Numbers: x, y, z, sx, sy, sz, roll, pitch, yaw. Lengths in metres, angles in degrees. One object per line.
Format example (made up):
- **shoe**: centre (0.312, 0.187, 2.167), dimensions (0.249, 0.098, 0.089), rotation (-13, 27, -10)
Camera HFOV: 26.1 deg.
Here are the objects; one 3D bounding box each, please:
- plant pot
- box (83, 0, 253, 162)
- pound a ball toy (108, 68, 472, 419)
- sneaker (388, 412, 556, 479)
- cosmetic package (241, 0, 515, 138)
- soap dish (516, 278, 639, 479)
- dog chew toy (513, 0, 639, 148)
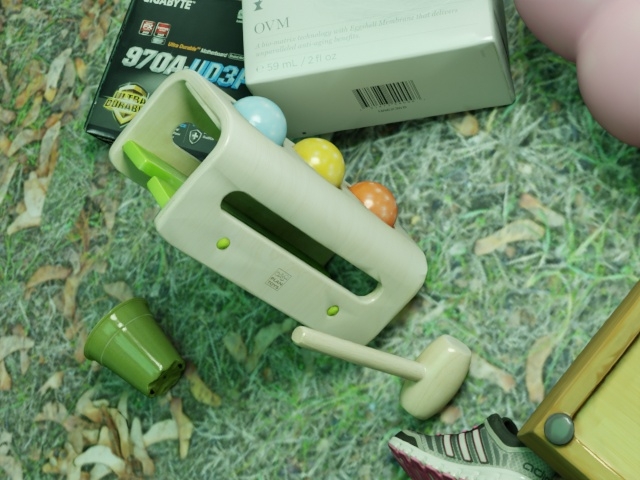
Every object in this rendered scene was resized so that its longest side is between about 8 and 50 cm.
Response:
- **plant pot**: centre (-0.178, 0.113, 1.370), dimensions (0.079, 0.083, 0.083), rotation (43, 99, 20)
- **box**: centre (-0.126, -0.166, 1.433), dimensions (0.220, 0.051, 0.175), rotation (16, 84, 33)
- **pound a ball toy**: centre (0.000, 0.000, 1.177), dimensions (0.136, 0.319, 0.208), rotation (-49, 42, 9)
- **sneaker**: centre (0.133, 0.182, 1.167), dimensions (0.170, 0.063, 0.075), rotation (7, 50, 48)
- **cosmetic package**: centre (0.050, -0.236, 1.270), dimensions (0.224, 0.138, 0.225), rotation (-9, 69, 13)
- **soap dish**: centre (0.315, 0.148, 1.012), dimensions (0.291, 0.118, 0.229), rotation (41, 97, 25)
- **dog chew toy**: centre (0.286, -0.167, 1.109), dimensions (0.206, 0.206, 0.332), rotation (-31, 70, 20)
